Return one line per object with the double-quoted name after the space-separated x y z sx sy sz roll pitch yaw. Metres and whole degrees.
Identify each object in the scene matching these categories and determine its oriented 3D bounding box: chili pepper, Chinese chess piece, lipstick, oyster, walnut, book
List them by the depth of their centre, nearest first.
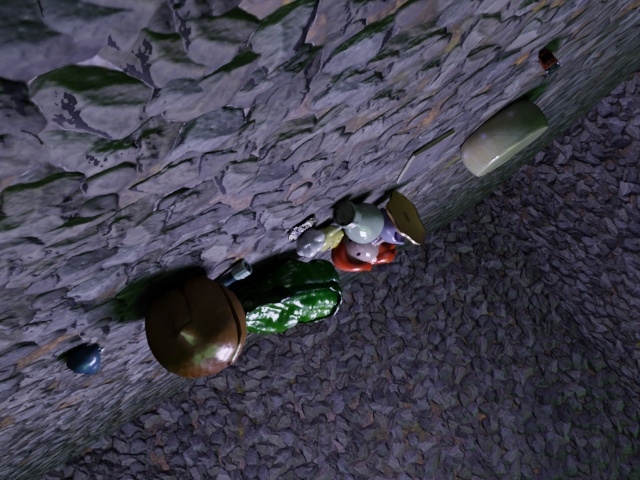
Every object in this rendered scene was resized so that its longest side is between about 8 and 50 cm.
-0.243 0.177 1.029 0.203 0.203 0.298 -33 177 -5 "walnut"
-0.208 0.086 1.177 0.116 0.037 0.037 -33 171 18 "lipstick"
-0.041 -0.027 1.196 0.083 0.019 0.054 -34 170 3 "oyster"
0.262 -0.207 1.318 0.127 0.014 0.182 -32 170 -12 "book"
-0.112 0.142 1.396 0.384 0.167 0.213 -8 140 -41 "chili pepper"
0.517 -0.287 1.488 0.250 0.101 0.250 -33 170 -7 "Chinese chess piece"

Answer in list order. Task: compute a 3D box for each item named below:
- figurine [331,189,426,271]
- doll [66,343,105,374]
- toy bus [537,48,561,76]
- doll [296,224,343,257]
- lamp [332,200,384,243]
0.168 -0.007 1.537 0.257 0.181 0.208 -33 -159 37 "figurine"
-0.461 0.234 1.035 0.076 0.050 0.083 -35 169 -18 "doll"
0.494 -0.385 1.135 0.031 0.043 0.110 -35 172 25 "toy bus"
0.000 0.000 1.333 0.106 0.062 0.162 -45 165 28 "doll"
0.091 -0.052 1.299 0.106 0.106 0.193 -36 159 14 "lamp"
